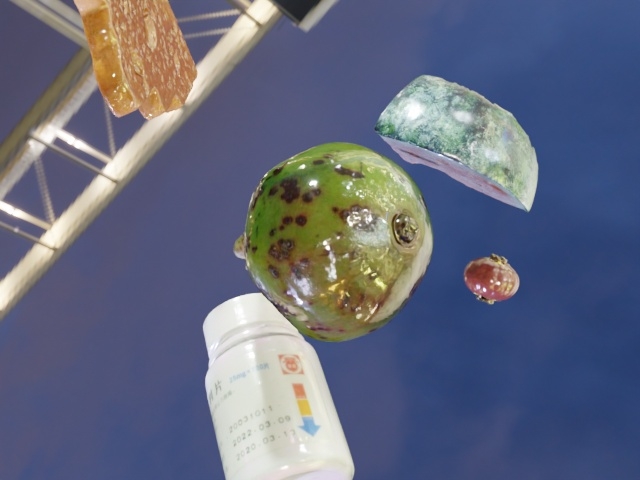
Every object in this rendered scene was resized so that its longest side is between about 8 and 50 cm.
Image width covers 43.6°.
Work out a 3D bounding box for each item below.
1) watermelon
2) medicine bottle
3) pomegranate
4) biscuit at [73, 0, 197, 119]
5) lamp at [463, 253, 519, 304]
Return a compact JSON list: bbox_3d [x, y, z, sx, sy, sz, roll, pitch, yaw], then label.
[{"bbox_3d":[0.252,-0.174,1.419,0.148,0.318,0.226,-64,-169,-8],"label":"watermelon"},{"bbox_3d":[-0.071,0.225,1.123,0.170,0.170,0.293,-39,-131,23],"label":"medicine bottle"},{"bbox_3d":[0.000,0.000,0.812,0.248,0.202,0.202,-11,-122,50],"label":"pomegranate"},{"bbox_3d":[-0.231,-0.261,1.006,0.043,0.306,0.283,-13,-105,11],"label":"biscuit"},{"bbox_3d":[0.312,0.070,1.463,0.101,0.101,0.090,21,-83,51],"label":"lamp"}]
